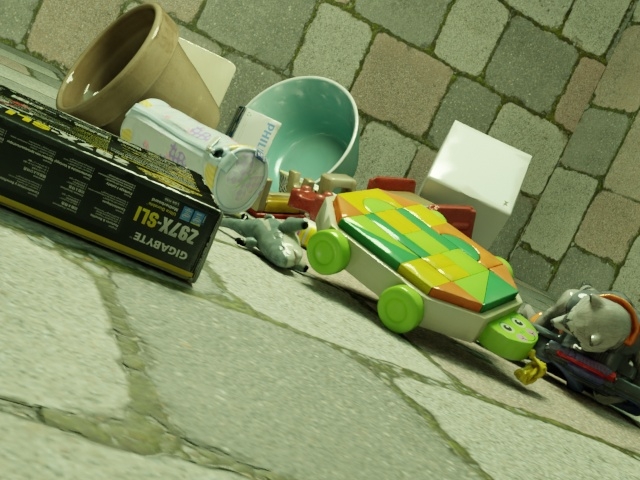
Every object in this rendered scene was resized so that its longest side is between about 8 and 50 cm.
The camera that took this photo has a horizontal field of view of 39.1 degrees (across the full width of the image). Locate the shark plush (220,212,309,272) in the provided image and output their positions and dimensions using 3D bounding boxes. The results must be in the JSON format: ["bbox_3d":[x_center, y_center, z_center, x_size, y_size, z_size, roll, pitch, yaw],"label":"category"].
[{"bbox_3d":[-0.079,-0.010,1.155,0.067,0.073,0.161,-24,47,-40],"label":"shark plush"}]

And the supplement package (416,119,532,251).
[{"bbox_3d":[0.282,-0.065,1.851,0.177,0.175,0.293,26,-35,3],"label":"supplement package"}]

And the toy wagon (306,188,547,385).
[{"bbox_3d":[0.154,0.049,1.144,0.344,0.068,0.267,38,28,26],"label":"toy wagon"}]

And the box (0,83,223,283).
[{"bbox_3d":[-0.262,-0.080,0.870,0.322,0.079,0.257,24,8,-16],"label":"box"}]

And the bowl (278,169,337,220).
[{"bbox_3d":[-0.020,-0.069,1.784,0.170,0.080,0.170,24,6,-3],"label":"bowl"}]

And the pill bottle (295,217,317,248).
[{"bbox_3d":[0.000,0.000,1.429,0.083,0.043,0.043,27,6,16],"label":"pill bottle"}]

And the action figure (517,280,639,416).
[{"bbox_3d":[0.356,0.114,1.317,0.341,0.179,0.330,27,-3,7],"label":"action figure"}]

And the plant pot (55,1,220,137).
[{"bbox_3d":[-0.309,-0.265,1.649,0.229,0.263,0.263,41,-4,-34],"label":"plant pot"}]

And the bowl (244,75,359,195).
[{"bbox_3d":[-0.039,-0.196,2.017,0.311,0.311,0.163,29,-13,32],"label":"bowl"}]

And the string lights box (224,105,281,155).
[{"bbox_3d":[-0.150,-0.195,1.807,0.076,0.133,0.260,24,4,-12],"label":"string lights box"}]

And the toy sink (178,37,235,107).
[{"bbox_3d":[-0.297,-0.300,1.924,0.152,0.234,0.131,23,6,-13],"label":"toy sink"}]

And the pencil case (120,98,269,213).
[{"bbox_3d":[-0.208,-0.139,1.445,0.273,0.113,0.124,29,-2,40],"label":"pencil case"}]

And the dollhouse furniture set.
[{"bbox_3d":[0.063,-0.021,1.591,0.374,0.152,0.201,1,19,-32],"label":"dollhouse furniture set"}]
